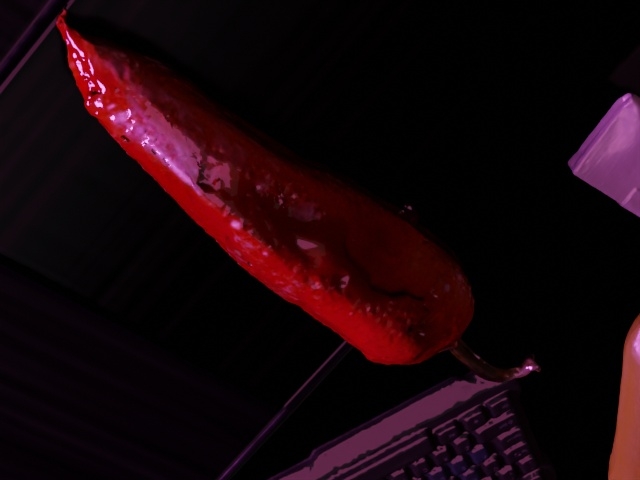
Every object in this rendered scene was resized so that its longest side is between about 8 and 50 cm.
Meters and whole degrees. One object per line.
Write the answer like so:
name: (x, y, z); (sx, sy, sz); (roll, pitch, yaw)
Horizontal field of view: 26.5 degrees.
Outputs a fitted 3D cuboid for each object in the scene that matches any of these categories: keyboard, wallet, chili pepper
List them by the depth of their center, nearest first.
chili pepper: (0.000, 0.000, 0.532); (0.059, 0.050, 0.268); (-34, 129, 24)
wallet: (0.148, -0.030, 0.590); (0.083, 0.011, 0.044); (27, 110, -33)
keyboard: (-0.013, 0.149, 0.647); (0.262, 0.016, 0.106); (-27, 128, -2)

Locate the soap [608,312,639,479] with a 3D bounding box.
soap: (0.185, 0.078, 0.657); (0.089, 0.045, 0.140); (-10, 125, -10)
